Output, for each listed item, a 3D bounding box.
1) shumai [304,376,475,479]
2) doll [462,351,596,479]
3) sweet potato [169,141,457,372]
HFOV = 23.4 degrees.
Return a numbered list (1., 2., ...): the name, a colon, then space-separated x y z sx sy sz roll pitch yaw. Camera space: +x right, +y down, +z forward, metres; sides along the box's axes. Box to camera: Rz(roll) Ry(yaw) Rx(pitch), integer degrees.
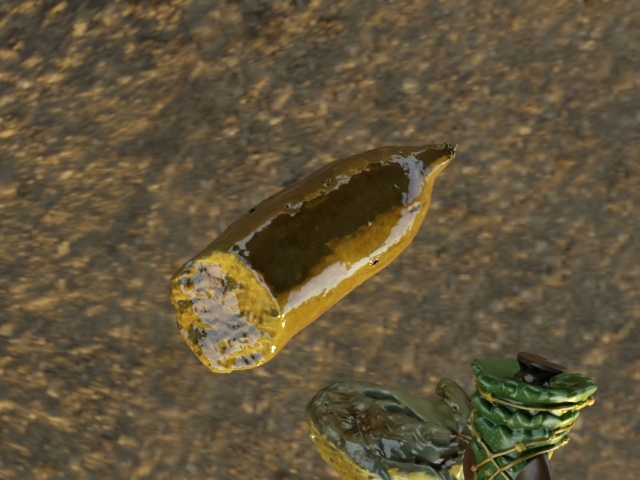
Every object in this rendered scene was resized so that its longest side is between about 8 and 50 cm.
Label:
1. shumai: 0.085 0.178 1.440 0.142 0.184 0.184 -47 107 -13
2. doll: 0.110 0.121 0.924 0.076 0.078 0.113 25 89 -39
3. sweet potato: 0.000 0.000 1.745 0.369 0.158 0.158 -35 103 -18
